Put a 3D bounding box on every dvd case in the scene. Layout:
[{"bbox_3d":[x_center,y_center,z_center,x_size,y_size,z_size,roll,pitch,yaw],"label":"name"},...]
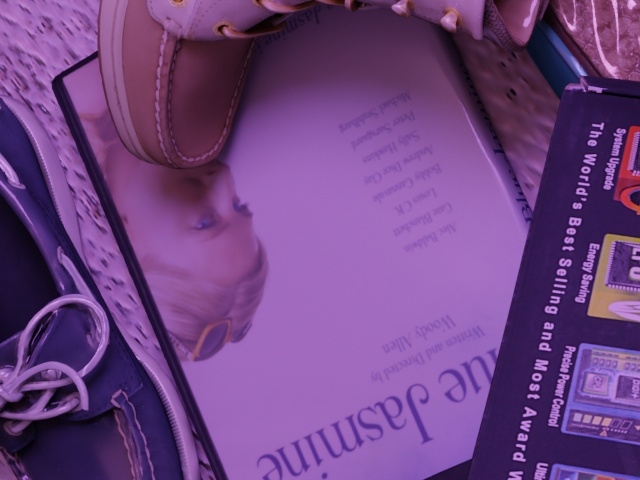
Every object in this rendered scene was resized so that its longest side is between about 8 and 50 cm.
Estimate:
[{"bbox_3d":[0.000,0.000,0.749,0.180,0.022,0.253,-27,80,20],"label":"dvd case"}]

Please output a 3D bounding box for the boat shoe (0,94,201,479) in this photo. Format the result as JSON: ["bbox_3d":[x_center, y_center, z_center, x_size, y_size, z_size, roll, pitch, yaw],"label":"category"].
[{"bbox_3d":[-0.130,0.045,0.772,0.095,0.079,0.254,-23,81,21],"label":"boat shoe"}]

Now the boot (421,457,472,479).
[{"bbox_3d":[0.009,0.311,0.692,0.445,0.146,0.367,-26,82,16],"label":"boot"}]

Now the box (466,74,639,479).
[{"bbox_3d":[0.189,0.142,0.500,0.318,0.097,0.394,10,57,14],"label":"box"}]

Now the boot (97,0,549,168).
[{"bbox_3d":[0.004,-0.099,0.667,0.165,0.077,0.213,26,120,23],"label":"boot"}]

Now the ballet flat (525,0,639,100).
[{"bbox_3d":[0.097,-0.111,0.694,0.067,0.073,0.206,-35,78,-9],"label":"ballet flat"}]
